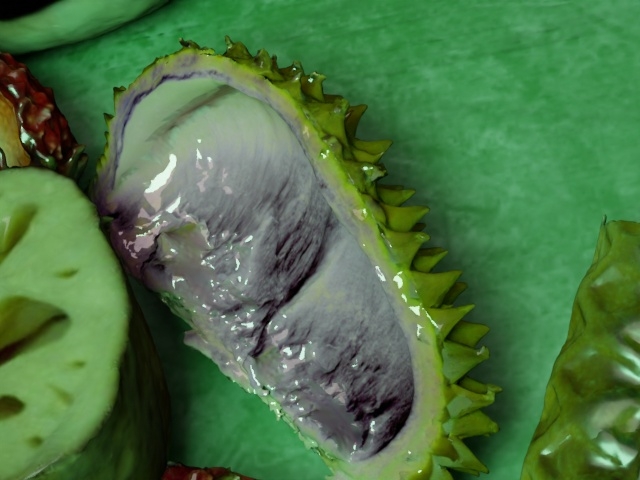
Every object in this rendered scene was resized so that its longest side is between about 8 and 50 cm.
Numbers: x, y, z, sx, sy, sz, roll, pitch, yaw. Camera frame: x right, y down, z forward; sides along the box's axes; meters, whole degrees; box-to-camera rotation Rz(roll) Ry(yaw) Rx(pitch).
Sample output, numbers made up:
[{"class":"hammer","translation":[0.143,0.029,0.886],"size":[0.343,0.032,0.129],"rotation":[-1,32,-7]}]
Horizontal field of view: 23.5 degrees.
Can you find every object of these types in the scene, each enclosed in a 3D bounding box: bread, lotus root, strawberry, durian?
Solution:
[{"class":"bread","translation":[0.168,0.118,0.845],"size":[0.087,0.098,0.269],"rotation":[-11,56,57]},{"class":"lotus root","translation":[-0.230,0.091,0.887],"size":[0.316,0.250,0.316],"rotation":[-6,55,8]},{"class":"strawberry","translation":[-0.220,-0.085,1.007],"size":[0.087,0.167,0.208],"rotation":[-20,67,-36]},{"class":"durian","translation":[0.000,0.001,0.906],"size":[0.341,0.112,0.191],"rotation":[43,119,29]}]

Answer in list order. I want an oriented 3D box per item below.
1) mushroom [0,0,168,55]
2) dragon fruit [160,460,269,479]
[{"class":"mushroom","translation":[-0.194,-0.235,1.078],"size":[0.344,0.130,0.247],"rotation":[-15,50,6]},{"class":"dragon fruit","translation":[-0.038,0.165,0.857],"size":[0.097,0.131,0.063],"rotation":[6,73,24]}]
